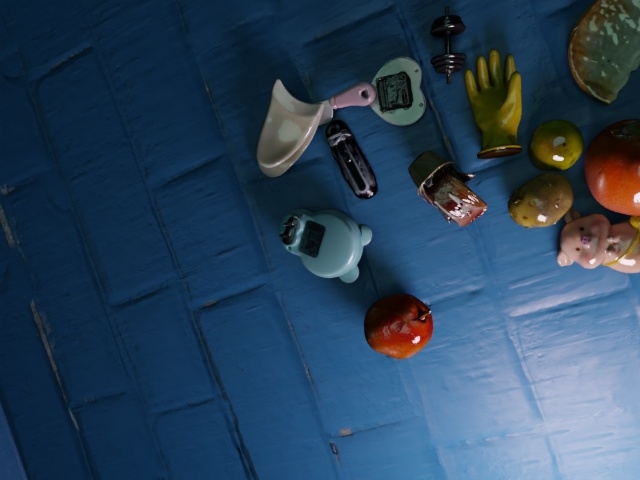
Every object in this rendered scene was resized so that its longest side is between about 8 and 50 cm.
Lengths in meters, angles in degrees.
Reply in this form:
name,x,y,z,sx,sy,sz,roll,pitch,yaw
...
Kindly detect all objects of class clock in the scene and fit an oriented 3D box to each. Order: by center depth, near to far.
name,x,y,z,sx,sy,sz,roll,pitch,yaw
clock,0.217,-0.433,1.465,0.172,0.064,0.198,-7,93,16

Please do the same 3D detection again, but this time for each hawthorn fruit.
name,x,y,z,sx,sy,sz,roll,pitch,yaw
hawthorn fruit,0.243,0.238,1.448,0.225,0.196,0.197,-35,85,46

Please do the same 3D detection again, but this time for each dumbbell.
name,x,y,z,sx,sy,sz,roll,pitch,yaw
dumbbell,0.356,-0.545,1.394,0.099,0.099,0.209,-1,96,16

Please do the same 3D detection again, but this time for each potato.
name,x,y,z,sx,sy,sz,roll,pitch,yaw
potato,0.603,-0.107,1.357,0.176,0.137,0.137,-38,85,14

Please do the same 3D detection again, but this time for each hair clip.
name,x,y,z,sx,sy,sz,roll,pitch,yaw
hair clip,-0.115,-0.327,1.552,0.172,0.113,0.282,29,100,6

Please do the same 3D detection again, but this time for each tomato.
name,x,y,z,sx,sy,sz,roll,pitch,yaw
tomato,0.788,-0.181,1.230,0.255,0.256,0.224,5,128,15

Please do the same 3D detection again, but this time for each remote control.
name,x,y,z,sx,sy,sz,roll,pitch,yaw
remote control,0.091,-0.247,1.518,0.090,0.066,0.266,-28,88,13

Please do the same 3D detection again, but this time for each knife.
name,x,y,z,sx,sy,sz,roll,pitch,yaw
knife,0.016,-0.402,1.526,0.336,0.043,0.081,-11,109,31

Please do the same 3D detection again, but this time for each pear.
name,x,y,z,sx,sy,sz,roll,pitch,yaw
pear,0.635,-0.256,1.345,0.141,0.104,0.141,1,93,19

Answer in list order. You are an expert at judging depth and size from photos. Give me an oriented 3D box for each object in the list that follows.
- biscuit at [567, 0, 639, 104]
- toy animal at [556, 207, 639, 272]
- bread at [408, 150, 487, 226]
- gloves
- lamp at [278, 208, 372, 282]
name,x,y,z,sx,sy,sz,roll,pitch,yaw
biscuit,0.768,-0.532,1.307,0.204,0.040,0.309,34,103,10
toy animal,0.768,0.006,1.314,0.248,0.149,0.165,13,86,22
bread,0.357,-0.142,1.371,0.142,0.224,0.212,-47,60,15
gloves,0.479,-0.382,1.382,0.133,0.116,0.294,-5,88,9
lamp,0.004,-0.001,1.526,0.284,0.147,0.209,19,99,5
